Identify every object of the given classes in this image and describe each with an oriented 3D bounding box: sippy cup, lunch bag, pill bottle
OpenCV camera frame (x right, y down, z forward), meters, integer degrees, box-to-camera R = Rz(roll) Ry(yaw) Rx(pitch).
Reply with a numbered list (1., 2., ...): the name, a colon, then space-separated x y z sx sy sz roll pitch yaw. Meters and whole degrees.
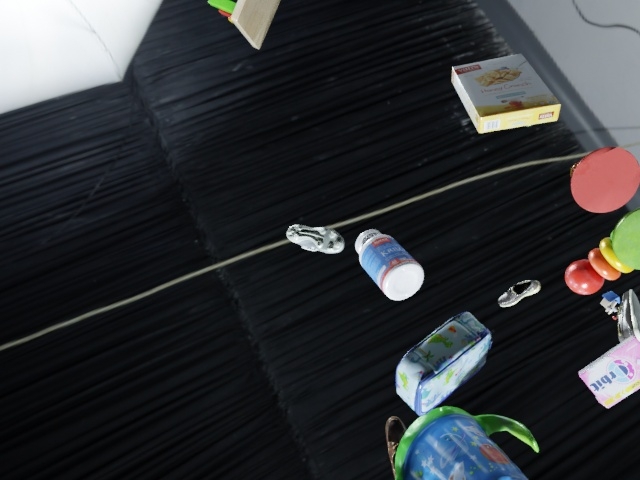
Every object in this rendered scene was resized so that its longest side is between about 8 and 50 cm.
1. sippy cup: 0.310 0.506 1.033 0.240 0.305 0.224 26 179 -21
2. lunch bag: 0.266 0.267 1.061 0.090 0.219 0.176 44 154 36
3. pill bottle: 0.185 0.059 1.397 0.221 0.124 0.124 -129 21 -51

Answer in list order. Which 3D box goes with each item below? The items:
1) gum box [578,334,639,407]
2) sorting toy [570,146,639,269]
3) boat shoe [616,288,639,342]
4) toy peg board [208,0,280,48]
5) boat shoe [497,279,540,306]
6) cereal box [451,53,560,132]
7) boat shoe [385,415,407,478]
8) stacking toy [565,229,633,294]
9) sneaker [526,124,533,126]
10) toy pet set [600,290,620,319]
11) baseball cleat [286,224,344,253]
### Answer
1. gum box: 0.810 0.358 1.340 0.107 0.188 0.062 53 -161 20
2. sorting toy: 0.601 -0.039 0.974 0.365 0.127 0.126 46 -166 -12
3. boat shoe: 1.015 0.247 1.628 0.069 0.227 0.081 -28 108 39
4. toy peg board: -0.145 -0.498 0.987 0.079 0.161 0.160 26 -174 6
5. boat shoe: 0.642 0.168 1.619 0.152 0.049 0.056 -40 35 34
6. cereal box: 0.416 -0.343 1.136 0.047 0.173 0.240 76 -175 -46
7. boat shoe: 0.252 0.666 1.564 0.073 0.073 0.206 63 -165 -70
8. stacking toy: 0.742 0.021 1.189 0.330 0.141 0.141 -50 60 38
9. sneaker: 0.865 -0.514 2.082 0.078 0.188 0.067 56 154 14
10. toy pet set: 1.195 0.261 1.974 0.065 0.122 0.114 -68 27 26
11. baseball cleat: 0.000 0.000 1.438 0.206 0.072 0.109 19 170 36
